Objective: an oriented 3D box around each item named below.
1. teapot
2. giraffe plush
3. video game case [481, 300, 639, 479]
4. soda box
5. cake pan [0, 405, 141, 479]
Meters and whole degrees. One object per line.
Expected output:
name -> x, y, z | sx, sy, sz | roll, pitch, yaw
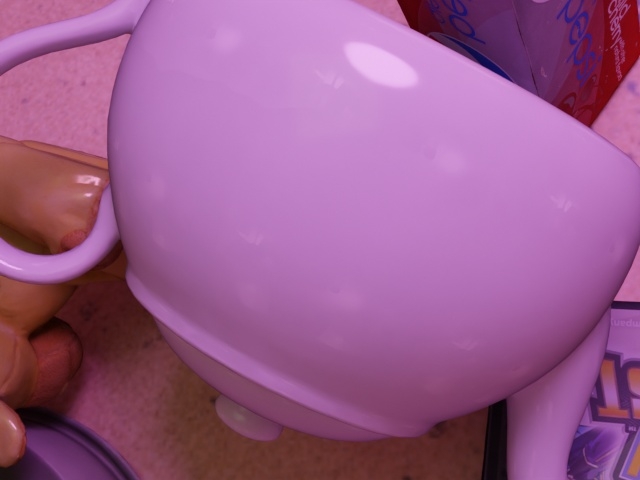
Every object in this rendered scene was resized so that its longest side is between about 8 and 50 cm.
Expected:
teapot -> 0.000, 0.000, 0.468 | 0.256, 0.252, 0.187 | 35, 100, 39
giraffe plush -> -0.177, 0.030, 0.591 | 0.181, 0.210, 0.171 | 22, 97, 58
video game case -> 0.208, 0.153, 0.482 | 0.274, 0.035, 0.248 | 2, 71, 20
soda box -> 0.090, -0.137, 0.504 | 0.083, 0.263, 0.092 | 32, 83, 27
cake pan -> -0.219, 0.231, 0.593 | 0.293, 0.054, 0.293 | -7, 68, 17
